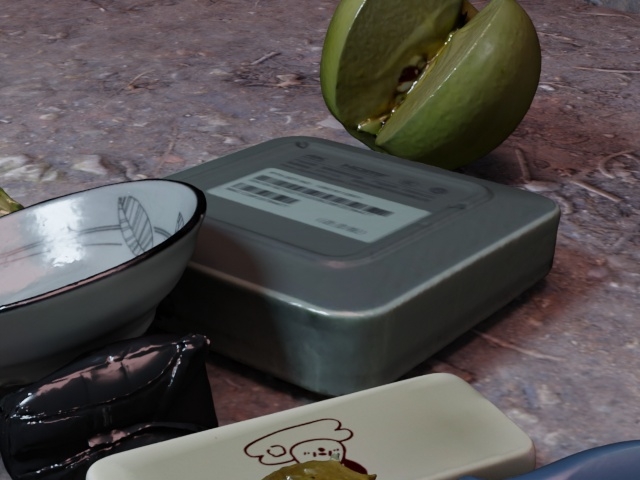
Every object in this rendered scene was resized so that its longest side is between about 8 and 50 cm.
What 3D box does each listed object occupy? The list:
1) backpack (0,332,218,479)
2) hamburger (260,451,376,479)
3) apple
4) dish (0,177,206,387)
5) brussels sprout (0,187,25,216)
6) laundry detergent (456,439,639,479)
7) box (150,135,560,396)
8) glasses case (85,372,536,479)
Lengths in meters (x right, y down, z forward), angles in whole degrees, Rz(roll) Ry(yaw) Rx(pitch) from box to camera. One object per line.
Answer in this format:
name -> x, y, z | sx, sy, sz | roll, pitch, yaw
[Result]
backpack -> -0.163, 0.138, 0.891 | 0.165, 0.120, 0.106 | -9, 4, -22
hamburger -> 0.027, 0.241, 0.614 | 0.211, 0.132, 0.309 | 10, 29, 27
apple -> 0.139, -0.226, 1.524 | 0.292, 0.254, 0.292 | 37, 1, -1
dish -> -0.237, 0.048, 1.003 | 0.316, 0.106, 0.316 | -13, 18, 4
brussels sprout -> -0.372, 0.010, 1.175 | 0.151, 0.122, 0.149 | 43, 48, 11
laundry detergent -> 0.151, 0.199, 0.794 | 0.206, 0.097, 0.061 | -10, -11, -15
box -> -0.001, -0.001, 1.214 | 0.396, 0.111, 0.396 | 18, 28, 34
glasses case -> -0.004, 0.182, 0.841 | 0.313, 0.070, 0.131 | -11, 26, -24
